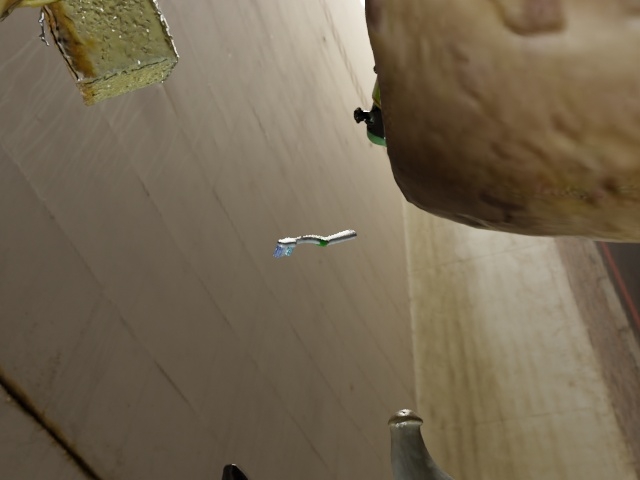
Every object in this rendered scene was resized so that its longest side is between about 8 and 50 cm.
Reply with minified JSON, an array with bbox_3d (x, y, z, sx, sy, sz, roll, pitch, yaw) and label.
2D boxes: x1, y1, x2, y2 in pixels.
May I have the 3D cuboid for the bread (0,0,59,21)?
[{"bbox_3d":[-0.469,-0.500,0.813,0.394,0.361,0.250,23,-145,-40],"label":"bread"}]

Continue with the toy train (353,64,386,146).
[{"bbox_3d":[0.138,-0.237,0.771,0.100,0.160,0.296,-109,27,-55],"label":"toy train"}]

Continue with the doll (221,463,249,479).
[{"bbox_3d":[-0.026,0.269,0.490,0.219,0.067,0.091,45,-124,-12],"label":"doll"}]

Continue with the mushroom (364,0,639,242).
[{"bbox_3d":[0.244,-0.087,0.427,0.224,0.397,0.314,-44,-38,-32],"label":"mushroom"}]

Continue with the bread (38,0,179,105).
[{"bbox_3d":[-0.475,-0.467,1.317,0.315,0.248,0.279,67,161,1],"label":"bread"}]

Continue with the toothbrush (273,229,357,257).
[{"bbox_3d":[0.001,-0.002,1.124,0.304,0.030,0.030,-13,-90,-62],"label":"toothbrush"}]

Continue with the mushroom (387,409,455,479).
[{"bbox_3d":[0.186,0.409,1.007,0.270,0.118,0.103,49,-178,29],"label":"mushroom"}]
